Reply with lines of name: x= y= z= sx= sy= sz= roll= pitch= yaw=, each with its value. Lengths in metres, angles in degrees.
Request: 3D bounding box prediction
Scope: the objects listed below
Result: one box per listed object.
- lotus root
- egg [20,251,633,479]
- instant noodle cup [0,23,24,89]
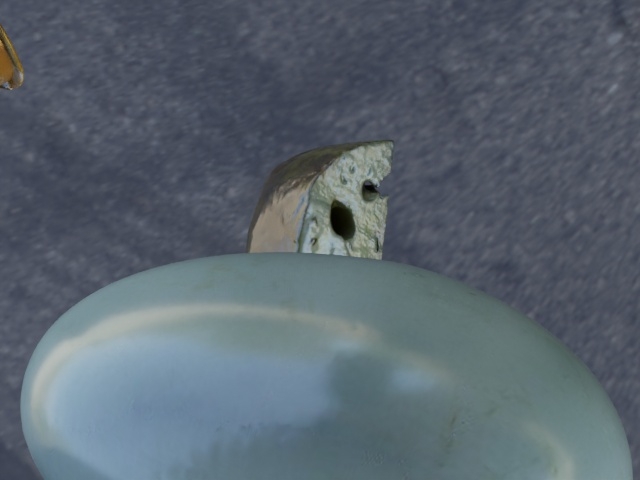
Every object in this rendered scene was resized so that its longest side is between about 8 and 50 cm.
lotus root: x=0.000 y=0.000 z=1.658 sx=0.119 sy=0.138 sz=0.235 roll=5 pitch=83 yaw=51
egg: x=-0.002 y=0.120 z=0.922 sx=0.371 sy=0.230 sz=0.230 roll=10 pitch=107 yaw=16
instant noodle cup: x=-0.340 y=-0.152 z=1.101 sx=0.172 sy=0.216 sz=0.216 roll=-38 pitch=86 yaw=-14
